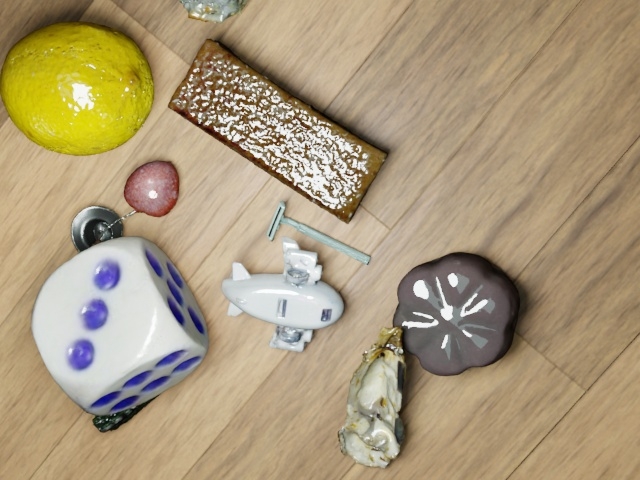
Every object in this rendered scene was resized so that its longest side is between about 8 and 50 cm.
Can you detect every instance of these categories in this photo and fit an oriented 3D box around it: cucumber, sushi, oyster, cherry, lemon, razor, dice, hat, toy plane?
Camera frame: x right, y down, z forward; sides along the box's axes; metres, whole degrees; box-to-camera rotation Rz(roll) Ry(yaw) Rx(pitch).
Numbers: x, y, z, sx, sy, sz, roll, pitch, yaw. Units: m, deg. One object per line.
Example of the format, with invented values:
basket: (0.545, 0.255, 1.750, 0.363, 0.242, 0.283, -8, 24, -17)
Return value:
cucumber: (-0.351, 0.288, 1.789, 0.265, 0.077, 0.077, -40, 90, 9)
sushi: (-0.185, -0.541, 1.629, 0.140, 0.184, 0.274, 10, 96, 4)
oyster: (0.118, 0.303, 1.705, 0.129, 0.079, 0.344, 20, 119, 22)
cherry: (-0.354, -0.061, 1.736, 0.107, 0.090, 0.225, 30, 85, -7)
lemon: (-0.460, -0.287, 1.654, 0.310, 0.258, 0.257, 5, 97, 22)
razor: (0.002, -0.003, 1.744, 0.211, 0.036, 0.084, 23, 122, -2)
dice: (-0.374, 0.162, 1.664, 0.259, 0.243, 0.251, -32, 69, 6)
hat: (-0.445, -0.010, 1.780, 0.121, 0.050, 0.121, 0, 89, 7)
toy plane: (-0.074, 0.109, 1.723, 0.245, 0.117, 0.244, 3, 113, 6)

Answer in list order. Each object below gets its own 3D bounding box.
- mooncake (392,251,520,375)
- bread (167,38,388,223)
mooncake: (0.259, 0.140, 1.681, 0.245, 0.133, 0.244, 2, 96, 15)
bread: (-0.078, -0.208, 1.689, 0.417, 0.113, 0.165, 34, 99, 1)
